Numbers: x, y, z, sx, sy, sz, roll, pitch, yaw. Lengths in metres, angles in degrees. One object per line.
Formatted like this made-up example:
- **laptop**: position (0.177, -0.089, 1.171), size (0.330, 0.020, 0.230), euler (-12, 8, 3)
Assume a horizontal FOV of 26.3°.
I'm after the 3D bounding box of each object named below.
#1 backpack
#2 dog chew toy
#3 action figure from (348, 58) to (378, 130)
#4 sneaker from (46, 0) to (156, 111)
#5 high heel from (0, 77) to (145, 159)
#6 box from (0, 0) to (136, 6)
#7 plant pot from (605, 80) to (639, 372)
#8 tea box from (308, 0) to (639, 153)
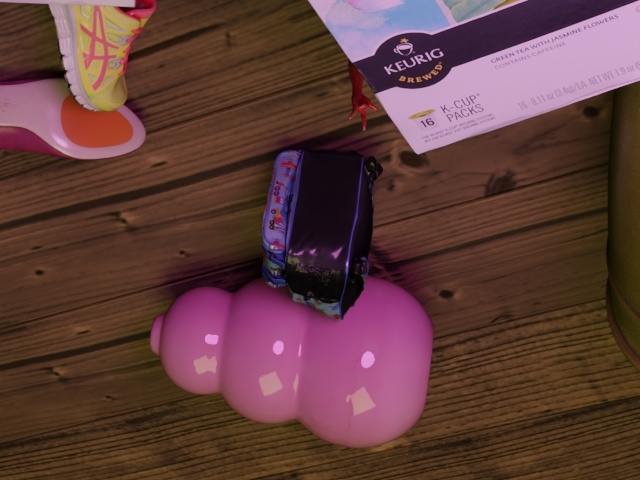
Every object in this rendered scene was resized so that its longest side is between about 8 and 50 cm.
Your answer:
- **backpack**: position (0.000, 0.000, 1.491), size (0.117, 0.158, 0.173), euler (7, 154, 3)
- **dog chew toy**: position (-0.036, 0.133, 1.626), size (0.331, 0.207, 0.207), euler (7, 142, 2)
- **action figure**: position (0.012, -0.212, 1.226), size (0.091, 0.139, 0.280), euler (-29, 137, 33)
- **sneaker**: position (-0.197, -0.199, 1.280), size (0.094, 0.081, 0.208), euler (-4, 142, 2)
- **high heel**: position (-0.308, -0.120, 1.406), size (0.244, 0.082, 0.117), euler (3, 173, -25)
- **box**: position (-0.227, -0.291, 1.145), size (0.145, 0.038, 0.186), euler (2, 123, -3)
- **plant pot**: position (0.416, -0.088, 1.254), size (0.366, 0.366, 0.353), euler (-11, 129, 14)
- **tea box**: position (0.088, -0.303, 0.942), size (0.220, 0.329, 0.323), euler (-18, 140, 22)
